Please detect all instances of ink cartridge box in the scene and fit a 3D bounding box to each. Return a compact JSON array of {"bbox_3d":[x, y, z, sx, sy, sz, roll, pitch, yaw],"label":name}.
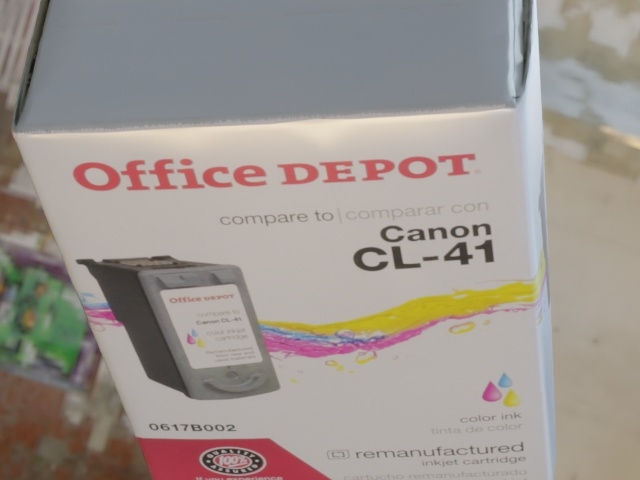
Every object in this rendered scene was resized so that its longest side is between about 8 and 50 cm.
[{"bbox_3d":[0.000,0.000,0.804,0.306,0.226,0.131,76,14,-50],"label":"ink cartridge box"}]
